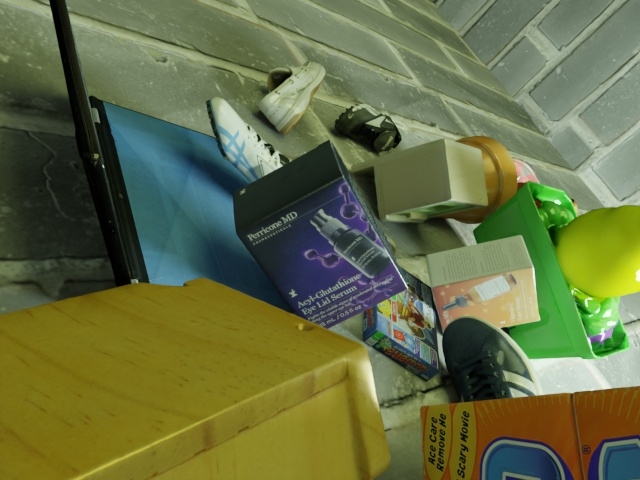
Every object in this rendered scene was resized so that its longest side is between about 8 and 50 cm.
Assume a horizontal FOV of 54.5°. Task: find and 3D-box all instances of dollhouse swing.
[{"bbox_3d":[-0.147,0.237,0.485,0.315,0.305,0.346,17,21,39],"label":"dollhouse swing"}]

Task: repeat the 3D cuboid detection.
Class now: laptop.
[{"bbox_3d":[-0.165,-0.111,0.771,0.236,0.408,0.382,-14,57,-17],"label":"laptop"}]

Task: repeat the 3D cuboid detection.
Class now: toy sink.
[{"bbox_3d":[0.199,-0.108,1.277,0.152,0.234,0.131,4,79,-50],"label":"toy sink"}]

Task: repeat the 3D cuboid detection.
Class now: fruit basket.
[{"bbox_3d":[0.525,0.043,1.229,0.283,0.392,0.392,4,49,-49],"label":"fruit basket"}]

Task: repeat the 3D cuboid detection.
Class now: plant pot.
[{"bbox_3d":[0.310,-0.130,1.423,0.188,0.205,0.205,-13,61,-39],"label":"plant pot"}]

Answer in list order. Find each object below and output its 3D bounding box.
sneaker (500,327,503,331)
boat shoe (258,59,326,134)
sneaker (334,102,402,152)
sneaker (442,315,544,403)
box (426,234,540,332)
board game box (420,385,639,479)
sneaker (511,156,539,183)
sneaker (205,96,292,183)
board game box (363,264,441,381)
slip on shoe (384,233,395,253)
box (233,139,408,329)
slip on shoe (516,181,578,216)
[{"bbox_3d":[0.314,0.118,1.246,0.097,0.084,0.235,56,23,-32],"label":"sneaker"},{"bbox_3d":[-0.061,-0.320,1.276,0.096,0.098,0.277,37,32,-14],"label":"boat shoe"},{"bbox_3d":[0.123,-0.255,1.443,0.106,0.078,0.234,52,29,17],"label":"sneaker"},{"bbox_3d":[0.264,0.263,0.926,0.148,0.131,0.350,15,41,-47],"label":"sneaker"},{"bbox_3d":[0.286,0.083,1.097,0.091,0.170,0.130,-87,159,-53],"label":"box"},{"bbox_3d":[0.356,0.341,0.611,0.356,0.356,0.357,17,64,-39],"label":"board game box"},{"bbox_3d":[0.628,-0.133,1.877,0.314,0.116,0.136,39,32,-10],"label":"sneaker"},{"bbox_3d":[-0.090,-0.123,0.941,0.237,0.086,0.085,55,11,-31],"label":"sneaker"},{"bbox_3d":[0.135,0.120,1.039,0.136,0.035,0.201,34,32,-17],"label":"board game box"},{"bbox_3d":[0.081,-0.004,1.118,0.135,0.051,0.041,37,42,-25],"label":"slip on shoe"},{"bbox_3d":[0.000,0.000,0.826,0.207,0.153,0.108,55,11,-33],"label":"box"},{"bbox_3d":[0.512,-0.113,1.608,0.331,0.101,0.123,29,50,35],"label":"slip on shoe"}]
